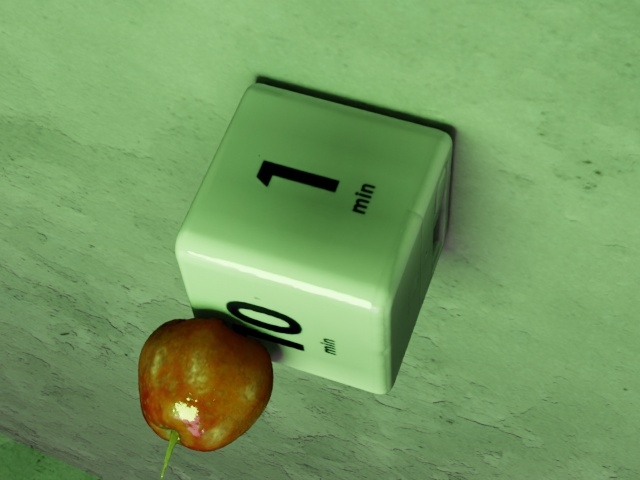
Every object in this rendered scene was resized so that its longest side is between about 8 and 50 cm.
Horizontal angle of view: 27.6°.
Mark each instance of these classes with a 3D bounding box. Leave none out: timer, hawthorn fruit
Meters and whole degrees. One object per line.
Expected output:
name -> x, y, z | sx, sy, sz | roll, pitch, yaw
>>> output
timer -> 0.000, 0.000, 1.187 | 0.195, 0.194, 0.192 | 15, 152, 12
hawthorn fruit -> -0.110, 0.128, 1.161 | 0.125, 0.140, 0.125 | 26, 129, 36
